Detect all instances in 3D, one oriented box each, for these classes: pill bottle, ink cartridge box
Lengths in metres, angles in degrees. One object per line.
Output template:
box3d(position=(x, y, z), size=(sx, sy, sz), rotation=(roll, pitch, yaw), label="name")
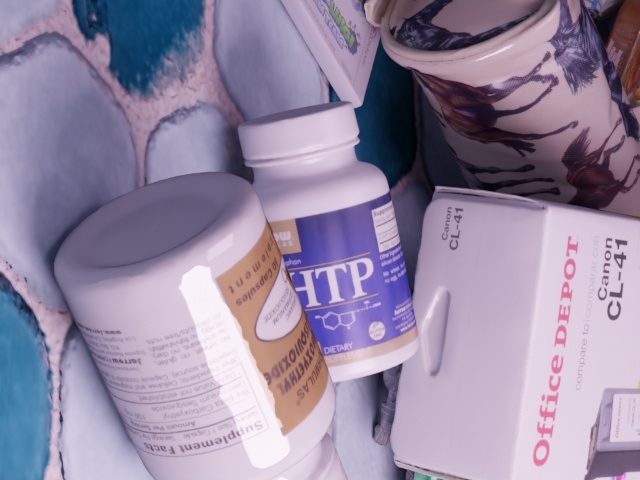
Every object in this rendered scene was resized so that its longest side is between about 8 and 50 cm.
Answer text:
box3d(position=(0.000, 0.000, 1.244), size=(0.112, 0.112, 0.186), rotation=(-28, 108, -61), label="pill bottle")
box3d(position=(-0.063, 0.084, 1.080), size=(0.131, 0.131, 0.229), rotation=(-57, 133, -51), label="pill bottle")
box3d(position=(0.218, 0.088, 1.400), size=(0.306, 0.131, 0.226), rotation=(7, 91, -44), label="ink cartridge box")

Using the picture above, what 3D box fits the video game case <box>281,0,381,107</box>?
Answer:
box3d(position=(0.010, -0.211, 1.415), size=(0.157, 0.019, 0.143), rotation=(56, 37, -40), label="video game case")

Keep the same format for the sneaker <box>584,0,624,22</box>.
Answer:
box3d(position=(0.269, -0.262, 1.877), size=(0.086, 0.085, 0.237), rotation=(54, 33, 1), label="sneaker")

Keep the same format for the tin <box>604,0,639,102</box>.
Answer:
box3d(position=(0.335, -0.198, 1.931), size=(0.106, 0.040, 0.189), rotation=(-35, 146, -66), label="tin")

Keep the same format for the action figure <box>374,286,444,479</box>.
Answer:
box3d(position=(0.083, 0.145, 1.421), size=(0.137, 0.064, 0.232), rotation=(-33, 116, -58), label="action figure")

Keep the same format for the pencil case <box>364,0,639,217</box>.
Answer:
box3d(position=(0.188, -0.085, 1.540), size=(0.410, 0.184, 0.160), rotation=(57, 33, -42), label="pencil case")

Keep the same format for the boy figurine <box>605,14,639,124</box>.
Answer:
box3d(position=(0.401, -0.167, 2.082), size=(0.177, 0.092, 0.285), rotation=(-51, 124, -58), label="boy figurine")
